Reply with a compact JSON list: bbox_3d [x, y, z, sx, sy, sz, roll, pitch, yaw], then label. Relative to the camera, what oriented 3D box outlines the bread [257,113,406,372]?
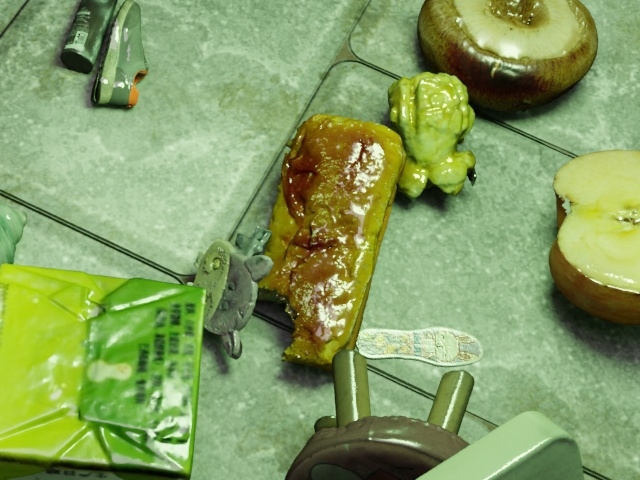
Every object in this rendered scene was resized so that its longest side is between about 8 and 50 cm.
[{"bbox_3d":[0.000,0.000,1.953,0.185,0.109,0.380,11,75,15],"label":"bread"}]

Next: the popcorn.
[{"bbox_3d":[0.163,-0.165,2.079,0.173,0.168,0.195,-7,100,-23],"label":"popcorn"}]

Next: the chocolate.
[{"bbox_3d":[-0.311,0.197,1.801,0.288,0.137,0.301,7,53,-8],"label":"chocolate"}]

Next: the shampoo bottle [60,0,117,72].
[{"bbox_3d":[-0.368,-0.373,2.169,0.057,0.063,0.208,17,60,-8],"label":"shampoo bottle"}]

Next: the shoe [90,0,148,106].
[{"bbox_3d":[-0.310,-0.296,2.136,0.077,0.074,0.194,18,63,-10],"label":"shoe"}]

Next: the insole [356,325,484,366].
[{"bbox_3d":[0.147,0.155,1.977,0.197,0.004,0.065,5,61,-5],"label":"insole"}]

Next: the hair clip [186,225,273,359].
[{"bbox_3d":[-0.132,0.060,1.921,0.146,0.056,0.187,27,89,40],"label":"hair clip"}]

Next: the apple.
[{"bbox_3d":[0.459,0.019,2.000,0.251,0.163,0.293,11,47,10],"label":"apple"}]

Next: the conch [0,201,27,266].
[{"bbox_3d":[-0.516,0.030,1.856,0.277,0.220,0.195,-41,109,-44],"label":"conch"}]

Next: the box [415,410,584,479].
[{"bbox_3d":[0.183,0.433,1.646,0.373,0.367,0.090,-28,33,-21],"label":"box"}]

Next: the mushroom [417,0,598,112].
[{"bbox_3d":[0.306,-0.337,2.181,0.297,0.163,0.278,13,69,0],"label":"mushroom"}]

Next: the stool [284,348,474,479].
[{"bbox_3d":[0.092,0.289,1.768,0.272,0.272,0.178,10,45,-1],"label":"stool"}]
